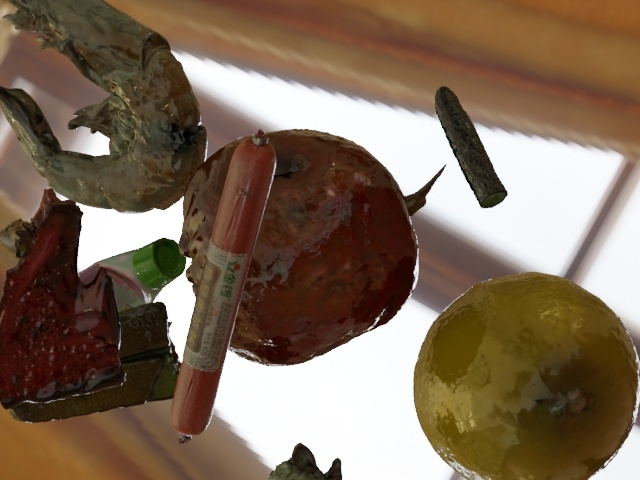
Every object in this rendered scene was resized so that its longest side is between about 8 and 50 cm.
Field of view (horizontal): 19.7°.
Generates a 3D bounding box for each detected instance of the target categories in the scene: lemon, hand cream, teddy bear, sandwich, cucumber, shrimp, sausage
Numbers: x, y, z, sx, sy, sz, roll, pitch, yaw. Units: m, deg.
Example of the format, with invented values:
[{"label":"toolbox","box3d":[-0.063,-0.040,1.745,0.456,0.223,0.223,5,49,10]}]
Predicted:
[{"label":"lemon","box3d":[0.222,0.154,1.926,0.240,0.240,0.219,-61,11,0]},{"label":"hand cream","box3d":[-0.256,0.070,2.158,0.275,0.079,0.050,-29,-6,42]},{"label":"teddy bear","box3d":[-0.062,0.313,1.928,0.213,0.133,0.111,-50,5,14]},{"label":"sandwich","box3d":[-0.237,0.121,1.924,0.160,0.184,0.109,-153,55,-80]},{"label":"cucumber","box3d":[0.139,-0.092,1.767,0.032,0.133,0.032,-20,-24,-10]},{"label":"shrimp","box3d":[-0.281,-0.178,2.137,0.247,0.360,0.085,-45,-2,29]},{"label":"sausage","box3d":[-0.069,0.037,1.281,0.034,0.034,0.253,-38,-34,-60]}]

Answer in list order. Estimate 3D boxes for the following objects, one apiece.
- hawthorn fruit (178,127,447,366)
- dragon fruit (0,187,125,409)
[{"label":"hawthorn fruit","box3d":[-0.023,0.007,1.934,0.258,0.261,0.258,-167,90,-71]},{"label":"dragon fruit","box3d":[-0.233,0.053,1.570,0.092,0.122,0.192,-27,-43,-47]}]
